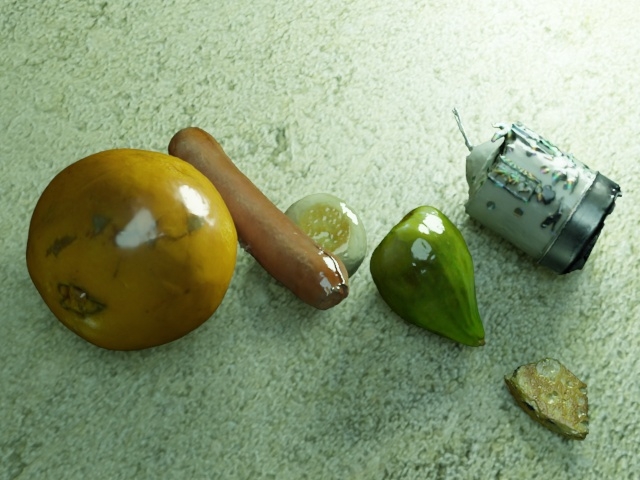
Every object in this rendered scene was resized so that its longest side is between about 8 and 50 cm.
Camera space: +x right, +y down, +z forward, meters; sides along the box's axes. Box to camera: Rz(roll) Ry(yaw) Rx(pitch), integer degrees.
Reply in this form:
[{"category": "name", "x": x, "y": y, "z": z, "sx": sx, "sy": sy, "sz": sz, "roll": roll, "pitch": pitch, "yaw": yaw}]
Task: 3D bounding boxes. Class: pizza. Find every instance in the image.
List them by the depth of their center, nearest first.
[{"category": "pizza", "x": 0.374, "y": 0.252, "z": 1.696, "sx": 0.160, "sy": 0.036, "sz": 0.099, "roll": 39, "pitch": 70, "yaw": 7}]

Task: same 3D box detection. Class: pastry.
[{"category": "pastry", "x": 0.000, "y": 0.000, "z": 1.716, "sx": 0.157, "sy": 0.092, "sz": 0.156, "roll": -1, "pitch": 68, "yaw": 2}]

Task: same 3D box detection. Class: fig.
[{"category": "fig", "x": 0.169, "y": 0.063, "z": 1.694, "sx": 0.167, "sy": 0.167, "sz": 0.233, "roll": -20, "pitch": 110, "yaw": -15}]

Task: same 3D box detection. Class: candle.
[{"category": "candle", "x": 0.332, "y": -0.094, "z": 1.749, "sx": 0.330, "sy": 0.187, "sz": 0.187, "roll": 35, "pitch": 69, "yaw": 7}]

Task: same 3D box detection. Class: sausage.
[{"category": "sausage", "x": -0.104, "y": -0.036, "z": 1.659, "sx": 0.094, "sy": 0.094, "sz": 0.419, "roll": -48, "pitch": 63, "yaw": 4}]

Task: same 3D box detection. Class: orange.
[{"category": "orange", "x": -0.276, "y": 0.010, "z": 1.561, "sx": 0.312, "sy": 0.312, "sz": 0.312, "roll": 3, "pitch": 69, "yaw": -7}]
